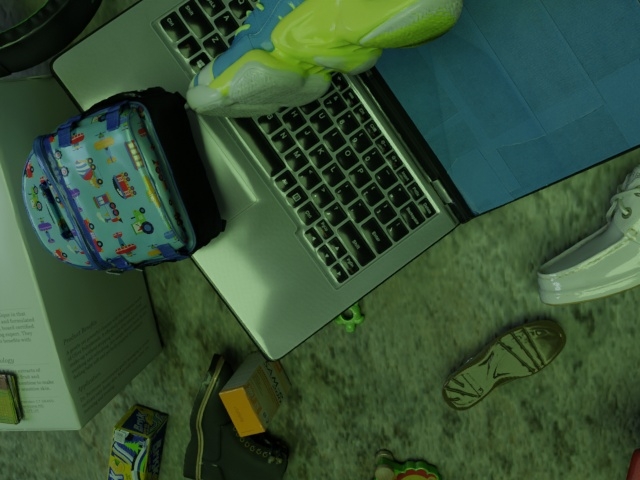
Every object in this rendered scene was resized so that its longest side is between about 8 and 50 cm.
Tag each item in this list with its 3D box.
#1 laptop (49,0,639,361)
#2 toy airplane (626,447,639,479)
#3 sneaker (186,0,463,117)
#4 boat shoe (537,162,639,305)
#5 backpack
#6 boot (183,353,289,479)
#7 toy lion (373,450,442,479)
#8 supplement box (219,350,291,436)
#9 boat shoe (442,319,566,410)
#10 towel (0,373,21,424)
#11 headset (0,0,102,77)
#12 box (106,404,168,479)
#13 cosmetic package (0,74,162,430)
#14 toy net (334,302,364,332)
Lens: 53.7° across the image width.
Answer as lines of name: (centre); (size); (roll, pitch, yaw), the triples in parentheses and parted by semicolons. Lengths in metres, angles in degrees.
laptop: (0.014, -0.136, 0.561); (0.408, 0.236, 0.382); (-36, 96, -5)
toy airplane: (0.522, 0.305, 0.568); (0.384, 0.272, 0.386); (-26, 86, 0)
sneaker: (-0.012, -0.187, 0.507); (0.240, 0.091, 0.126); (-16, 85, 21)
boat shoe: (0.325, -0.032, 0.609); (0.277, 0.098, 0.096); (-30, 98, 11)
backpack: (-0.197, -0.044, 0.577); (0.173, 0.117, 0.158); (-11, 106, 17)
boot: (-0.094, 0.241, 0.810); (0.137, 0.077, 0.198); (15, 123, 4)
toy lion: (0.103, 0.319, 0.805); (0.096, 0.034, 0.100); (25, 111, -4)
supplement box: (-0.077, 0.181, 0.765); (0.036, 0.098, 0.062); (-19, 103, 22)
boat shoe: (0.206, 0.138, 0.720); (0.153, 0.048, 0.056); (-41, 82, 14)
towel: (-0.354, 0.164, 0.667); (0.083, 0.009, 0.060); (2, 109, 17)
headset: (-0.414, -0.272, 0.674); (0.394, 0.185, 0.243); (-6, 77, 1)
box: (-0.257, 0.316, 0.871); (0.054, 0.059, 0.169); (16, 110, 7)
cosmetic package: (-0.323, 0.007, 0.718); (0.155, 0.197, 0.365); (-6, 104, 17)
toy net: (0.000, 0.000, 0.719); (0.122, 0.045, 0.232); (8, 108, 12)
